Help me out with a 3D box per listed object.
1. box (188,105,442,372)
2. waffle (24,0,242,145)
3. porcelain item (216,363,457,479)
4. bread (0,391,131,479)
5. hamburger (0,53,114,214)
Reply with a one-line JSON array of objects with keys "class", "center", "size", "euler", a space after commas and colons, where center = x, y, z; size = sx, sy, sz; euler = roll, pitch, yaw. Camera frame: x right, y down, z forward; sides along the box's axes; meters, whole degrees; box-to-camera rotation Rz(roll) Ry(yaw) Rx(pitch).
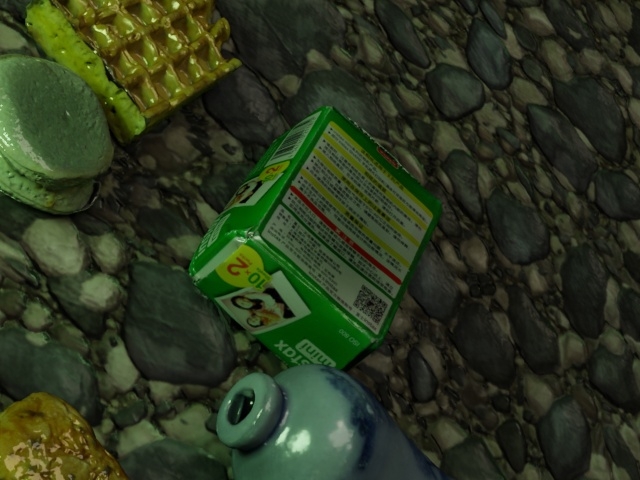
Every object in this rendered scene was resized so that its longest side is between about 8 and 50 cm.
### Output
[{"class": "box", "center": [0.000, 0.000, 1.469], "size": [0.180, 0.103, 0.250], "euler": [42, 42, -11]}, {"class": "waffle", "center": [-0.168, -0.200, 1.498], "size": [0.160, 0.055, 0.211], "euler": [50, 40, -2]}, {"class": "porcelain item", "center": [0.024, 0.198, 1.323], "size": [0.259, 0.141, 0.141], "euler": [37, 41, -30]}, {"class": "bread", "center": [-0.182, 0.217, 1.149], "size": [0.211, 0.083, 0.114], "euler": [52, 44, 3]}, {"class": "hamburger", "center": [-0.243, -0.094, 1.344], "size": [0.133, 0.062, 0.140], "euler": [4, 56, -46]}]
